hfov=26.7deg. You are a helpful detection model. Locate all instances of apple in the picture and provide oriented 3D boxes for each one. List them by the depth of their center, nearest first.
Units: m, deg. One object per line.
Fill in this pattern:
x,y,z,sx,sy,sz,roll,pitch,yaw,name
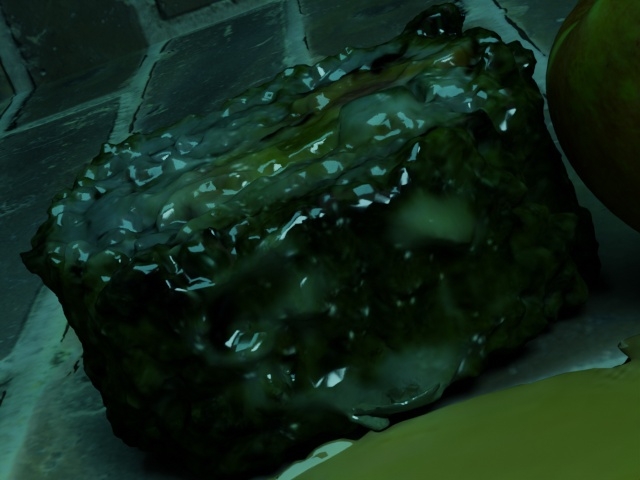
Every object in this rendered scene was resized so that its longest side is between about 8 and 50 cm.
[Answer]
0.260,-0.101,0.773,0.246,0.226,0.246,-55,4,6,apple

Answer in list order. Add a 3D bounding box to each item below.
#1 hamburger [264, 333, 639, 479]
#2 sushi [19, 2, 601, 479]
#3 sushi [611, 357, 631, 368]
0.080,0.159,0.338,0.302,0.186,0.261,-23,15,25,hamburger
0.000,0.000,0.867,0.352,0.178,0.294,-25,21,-8,sushi
0.165,0.096,0.568,0.098,0.094,0.084,-25,22,-27,sushi
